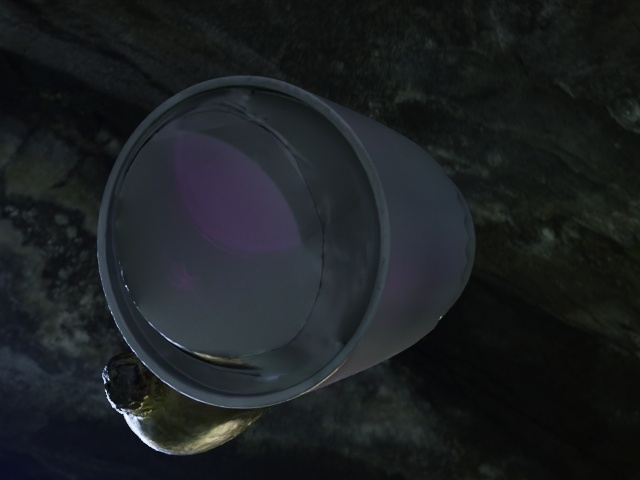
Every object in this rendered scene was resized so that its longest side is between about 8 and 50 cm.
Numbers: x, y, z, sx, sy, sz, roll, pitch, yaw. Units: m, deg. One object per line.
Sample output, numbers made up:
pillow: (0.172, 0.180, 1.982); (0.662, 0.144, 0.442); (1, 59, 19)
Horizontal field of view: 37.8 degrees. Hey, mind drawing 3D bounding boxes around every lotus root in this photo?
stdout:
lotus root: (-0.129, 0.150, 1.033); (0.173, 0.309, 0.173); (2, -85, 19)

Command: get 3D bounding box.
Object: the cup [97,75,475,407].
cup: (0.000, 0.000, 0.852); (0.253, 0.371, 0.253); (0, -90, 25)
